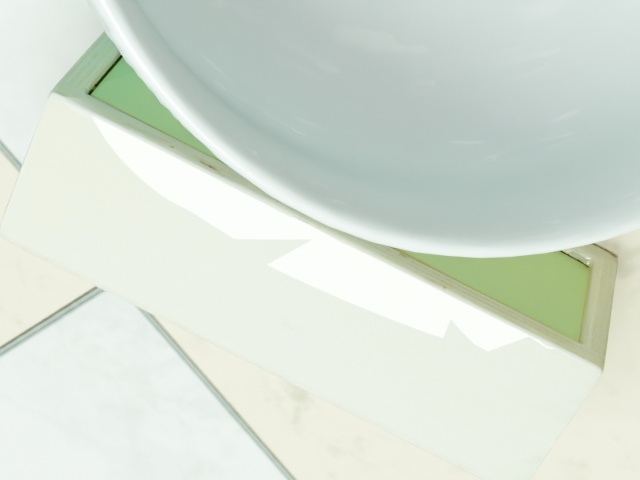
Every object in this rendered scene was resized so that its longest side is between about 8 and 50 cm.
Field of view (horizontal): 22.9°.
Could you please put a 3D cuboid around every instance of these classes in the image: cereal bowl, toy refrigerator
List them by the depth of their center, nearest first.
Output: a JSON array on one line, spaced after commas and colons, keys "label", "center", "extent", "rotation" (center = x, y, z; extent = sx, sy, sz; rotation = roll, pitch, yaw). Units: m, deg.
[{"label": "cereal bowl", "center": [0.053, -0.173, 0.564], "extent": [0.338, 0.141, 0.339], "rotation": [-5, 108, -17]}, {"label": "toy refrigerator", "center": [0.000, 0.000, 0.740], "extent": [0.269, 0.102, 0.094], "rotation": [27, 123, -1]}]
